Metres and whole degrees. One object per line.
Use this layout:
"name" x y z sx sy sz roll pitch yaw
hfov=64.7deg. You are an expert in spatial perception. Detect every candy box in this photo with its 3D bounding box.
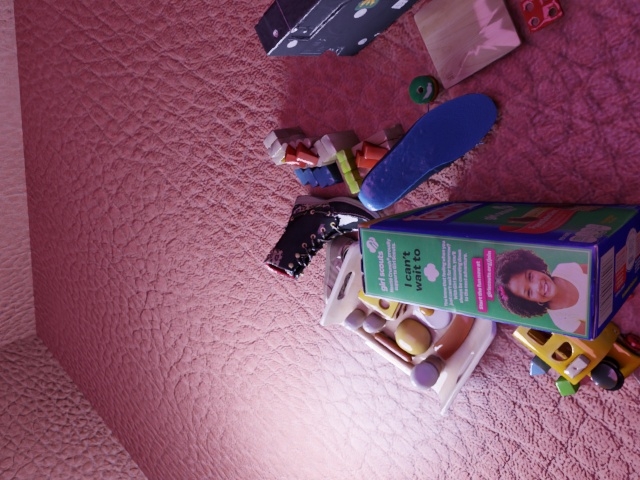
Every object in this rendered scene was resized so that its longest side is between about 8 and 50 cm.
"candy box" 0.259 0.017 0.729 0.317 0.268 0.122 4 105 41

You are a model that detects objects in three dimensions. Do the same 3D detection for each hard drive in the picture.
"hard drive" 0.083 -0.399 0.758 0.338 0.236 0.064 -27 87 45

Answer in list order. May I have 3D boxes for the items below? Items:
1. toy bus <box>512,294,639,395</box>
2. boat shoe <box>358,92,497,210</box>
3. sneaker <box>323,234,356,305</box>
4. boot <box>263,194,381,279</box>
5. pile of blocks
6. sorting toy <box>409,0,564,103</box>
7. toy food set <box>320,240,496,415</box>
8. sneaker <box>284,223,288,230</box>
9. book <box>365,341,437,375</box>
"toy bus" 0.399 0.168 0.771 0.202 0.104 0.191 -9 99 44
"boat shoe" 0.167 -0.155 0.843 0.258 0.089 0.109 -32 94 12
"sneaker" 0.051 0.084 1.082 0.071 0.066 0.189 12 113 41
"boot" 0.000 0.001 1.019 0.236 0.179 0.085 10 153 45
"pile of blocks" 0.011 -0.149 1.003 0.362 0.112 0.149 10 112 40
"sorting toy" 0.237 -0.330 0.775 0.274 0.046 0.132 -25 88 45
"toy food set" 0.151 0.163 0.964 0.306 0.092 0.220 33 123 22
"sneaker" -0.049 -0.011 1.160 0.083 0.037 0.032 38 126 24
"book" 0.172 0.215 1.046 0.144 0.035 0.096 35 125 26
